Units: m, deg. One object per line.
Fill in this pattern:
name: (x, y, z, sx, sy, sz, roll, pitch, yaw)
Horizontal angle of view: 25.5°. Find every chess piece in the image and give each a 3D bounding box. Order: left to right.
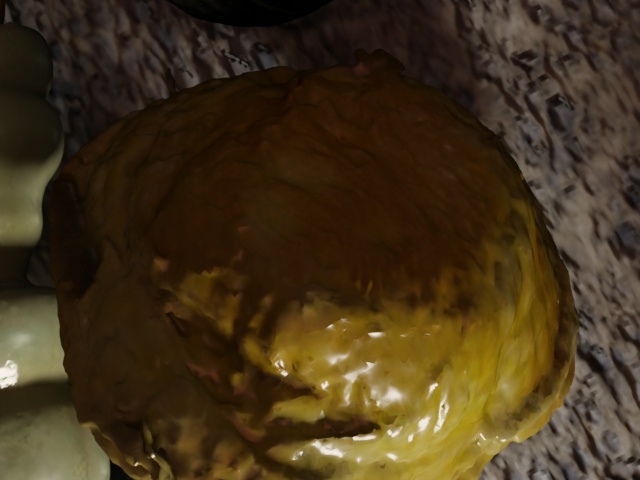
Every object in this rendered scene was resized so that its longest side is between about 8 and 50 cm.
chess piece: (-0.222, 0.042, 0.881, 0.182, 0.182, 0.330, -18, 79, 8)

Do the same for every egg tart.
egg tart: (0.000, 0.000, 0.827, 0.351, 0.153, 0.339, -21, 58, -31)

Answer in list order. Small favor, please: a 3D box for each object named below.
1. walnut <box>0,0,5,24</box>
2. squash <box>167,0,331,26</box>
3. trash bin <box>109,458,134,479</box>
walnut: (-0.266, -0.138, 0.983, 0.121, 0.052, 0.091, -17, 45, 11)
squash: (-0.041, -0.242, 0.884, 0.172, 0.218, 0.218, -7, 91, -33)
trash bin: (-0.054, 0.169, 0.920, 0.161, 0.175, 0.175, -13, 90, 20)
